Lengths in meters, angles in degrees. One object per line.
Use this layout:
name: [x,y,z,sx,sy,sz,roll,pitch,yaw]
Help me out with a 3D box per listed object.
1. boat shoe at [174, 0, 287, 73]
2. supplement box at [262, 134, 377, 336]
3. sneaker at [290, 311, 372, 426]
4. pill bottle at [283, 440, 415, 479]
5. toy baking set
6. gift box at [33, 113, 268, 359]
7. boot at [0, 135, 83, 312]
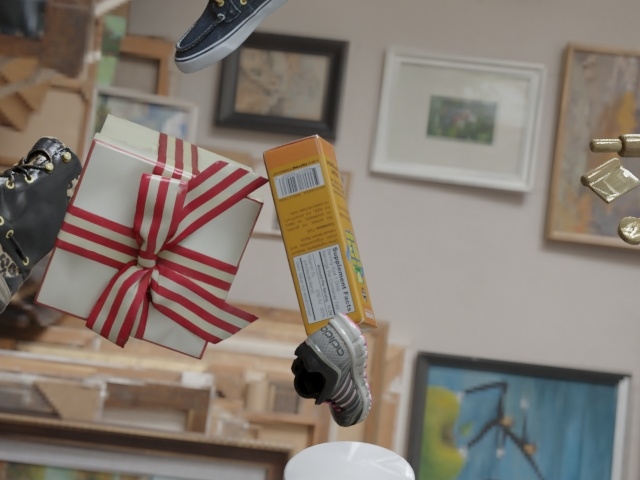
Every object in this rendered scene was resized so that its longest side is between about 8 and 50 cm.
boat shoe: [-0.090,-0.252,1.197,0.083,0.183,0.065,49,2,-34]
supplement box: [0.000,0.000,1.411,0.078,0.080,0.233,24,53,-72]
sneaker: [0.007,0.142,1.218,0.063,0.074,0.170,53,-19,33]
pill bottle: [0.034,0.468,1.603,0.210,0.210,0.363,-77,168,-70]
toy baking set: [0.446,-0.053,1.472,0.030,0.256,0.197,108,-27,-56]
gift box: [-0.198,-0.012,1.552,0.258,0.276,0.255,-106,-147,-74]
boot: [-0.554,-0.097,2.051,0.284,0.138,0.377,-46,126,-42]
